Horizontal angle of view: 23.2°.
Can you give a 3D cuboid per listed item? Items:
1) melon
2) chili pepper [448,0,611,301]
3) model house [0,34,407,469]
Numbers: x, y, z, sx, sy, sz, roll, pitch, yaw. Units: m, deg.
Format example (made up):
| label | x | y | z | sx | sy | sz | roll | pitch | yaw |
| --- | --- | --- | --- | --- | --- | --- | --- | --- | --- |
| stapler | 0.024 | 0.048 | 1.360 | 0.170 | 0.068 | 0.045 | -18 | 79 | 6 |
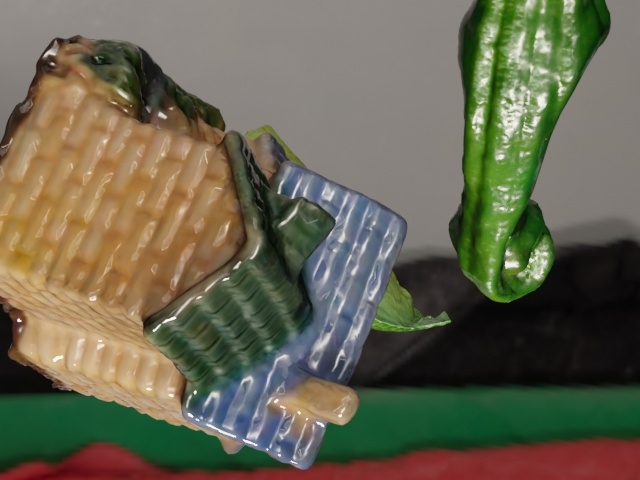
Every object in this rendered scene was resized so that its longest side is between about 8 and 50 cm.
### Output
| label | x | y | z | sx | sy | sz | roll | pitch | yaw |
| --- | --- | --- | --- | --- | --- | --- | --- | --- | --- |
| melon | 0.001 | 0.000 | 1.168 | 0.053 | 0.261 | 0.114 | -30 | -147 | 34 |
| chili pepper | 0.109 | -0.080 | 0.840 | 0.074 | 0.257 | 0.100 | 25 | -144 | 22 |
| model house | -0.050 | 0.010 | 0.747 | 0.172 | 0.166 | 0.183 | 21 | 167 | 21 |
